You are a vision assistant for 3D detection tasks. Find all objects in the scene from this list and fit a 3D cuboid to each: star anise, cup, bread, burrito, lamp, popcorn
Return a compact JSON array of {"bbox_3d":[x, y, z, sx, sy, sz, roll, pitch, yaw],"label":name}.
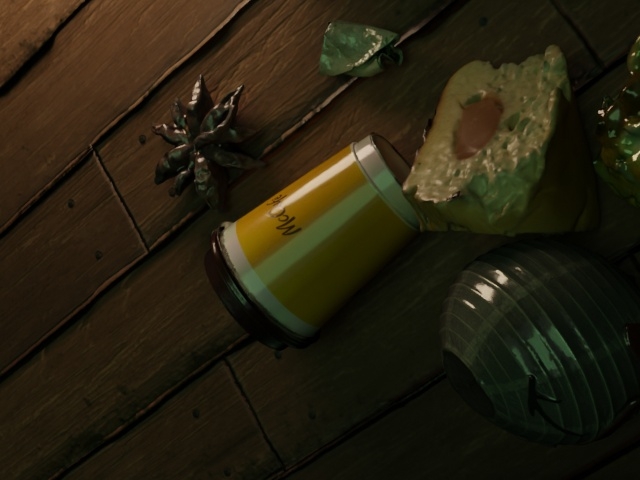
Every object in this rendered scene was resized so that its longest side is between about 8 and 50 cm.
[{"bbox_3d":[-0.169,-0.130,1.511,0.182,0.065,0.195,-19,86,29],"label":"star anise"},{"bbox_3d":[0.000,0.000,1.363,0.279,0.196,0.196,-39,74,16],"label":"cup"},{"bbox_3d":[0.193,-0.104,1.233,0.183,0.211,0.224,-4,95,35],"label":"bread"},{"bbox_3d":[0.053,-0.242,1.399,0.118,0.044,0.074,14,101,29],"label":"burrito"},{"bbox_3d":[0.255,0.108,1.192,0.233,0.265,0.233,-1,93,-13],"label":"lamp"},{"bbox_3d":[0.370,-0.129,1.143,0.198,0.212,0.198,-23,44,25],"label":"popcorn"}]
